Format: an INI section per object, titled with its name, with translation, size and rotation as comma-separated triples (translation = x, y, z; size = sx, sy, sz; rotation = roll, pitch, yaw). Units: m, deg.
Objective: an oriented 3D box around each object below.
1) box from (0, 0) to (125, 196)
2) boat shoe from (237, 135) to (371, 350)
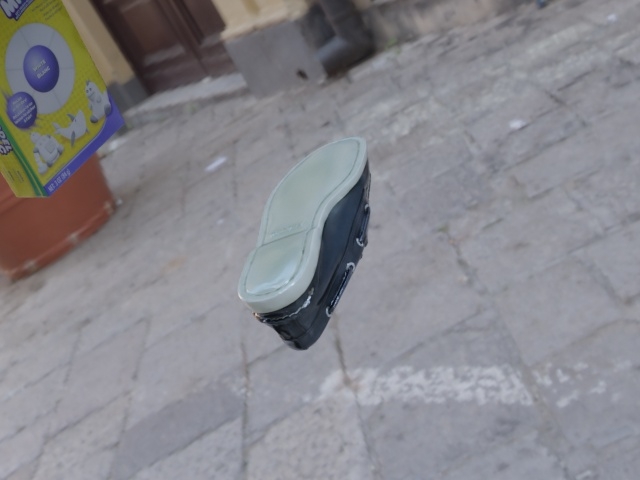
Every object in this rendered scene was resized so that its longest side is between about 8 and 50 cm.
[box]
translation = -0.223, -0.133, 0.720
size = 0.043, 0.179, 0.105
rotation = 1, 40, 35
[boat shoe]
translation = 0.004, -0.001, 1.179
size = 0.127, 0.113, 0.340
rotation = -17, 30, 23
